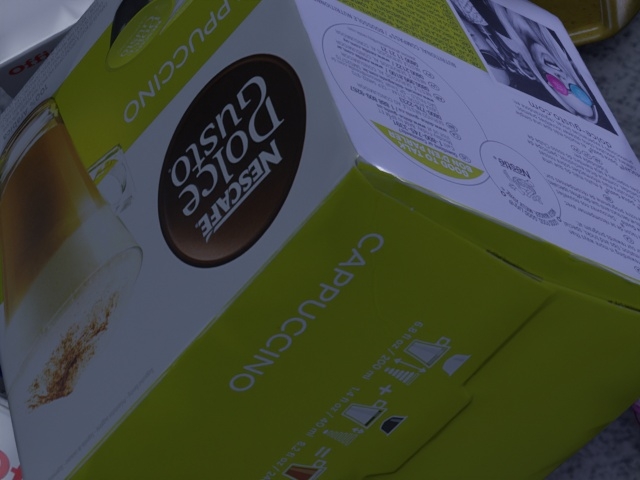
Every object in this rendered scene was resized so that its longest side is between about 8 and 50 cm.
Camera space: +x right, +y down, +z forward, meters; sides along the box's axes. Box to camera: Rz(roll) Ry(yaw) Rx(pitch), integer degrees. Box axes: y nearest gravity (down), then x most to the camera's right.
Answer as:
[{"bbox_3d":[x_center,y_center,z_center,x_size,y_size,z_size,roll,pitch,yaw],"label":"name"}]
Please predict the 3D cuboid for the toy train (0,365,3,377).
[{"bbox_3d":[-0.325,0.118,1.481,0.143,0.105,0.248,-44,74,12],"label":"toy train"}]

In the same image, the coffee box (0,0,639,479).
[{"bbox_3d":[0.000,0.000,1.216,0.337,0.338,0.334,-46,42,26],"label":"coffee box"}]

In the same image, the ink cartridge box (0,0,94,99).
[{"bbox_3d":[-0.204,-0.175,1.467,0.148,0.203,0.086,-29,74,2],"label":"ink cartridge box"}]

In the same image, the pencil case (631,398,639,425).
[{"bbox_3d":[0.373,0.075,1.359,0.284,0.124,0.124,-42,74,-3],"label":"pencil case"}]

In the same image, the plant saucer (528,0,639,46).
[{"bbox_3d":[0.104,-0.222,1.357,0.333,0.333,0.081,-14,63,6],"label":"plant saucer"}]

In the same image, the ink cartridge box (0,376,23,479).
[{"bbox_3d":[-0.220,0.333,1.316,0.285,0.166,0.395,26,88,-7],"label":"ink cartridge box"}]
